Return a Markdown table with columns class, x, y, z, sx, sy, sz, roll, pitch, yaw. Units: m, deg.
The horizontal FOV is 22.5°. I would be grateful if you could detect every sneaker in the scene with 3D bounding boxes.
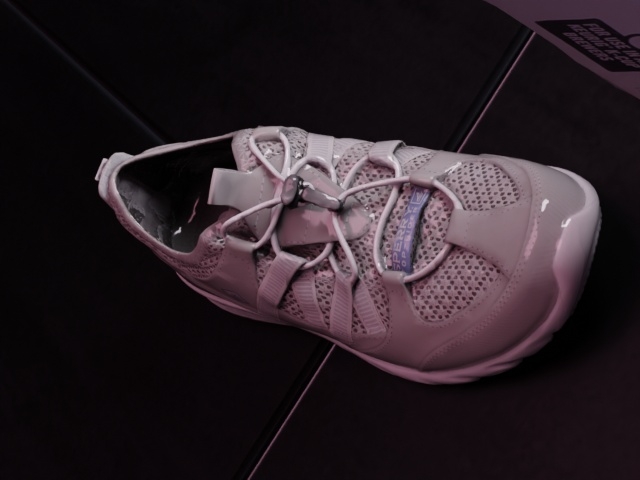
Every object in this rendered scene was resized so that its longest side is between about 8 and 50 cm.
| class | x | y | z | sx | sy | sz | roll | pitch | yaw |
| --- | --- | --- | --- | --- | --- | --- | --- | --- | --- |
| sneaker | 0.000 | 0.000 | 0.746 | 0.281 | 0.115 | 0.105 | 0 | 71 | 46 |

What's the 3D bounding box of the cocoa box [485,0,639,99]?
| class | x | y | z | sx | sy | sz | roll | pitch | yaw |
| --- | --- | --- | --- | --- | --- | --- | --- | --- | --- |
| cocoa box | 0.203 | -0.143 | 0.430 | 0.228 | 0.347 | 0.231 | 1 | 72 | 46 |
